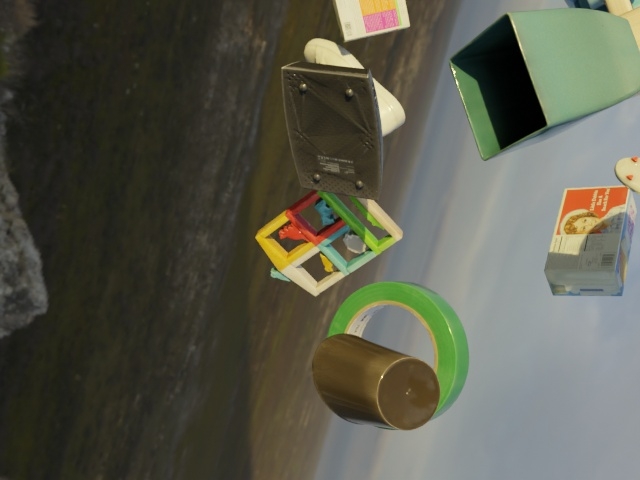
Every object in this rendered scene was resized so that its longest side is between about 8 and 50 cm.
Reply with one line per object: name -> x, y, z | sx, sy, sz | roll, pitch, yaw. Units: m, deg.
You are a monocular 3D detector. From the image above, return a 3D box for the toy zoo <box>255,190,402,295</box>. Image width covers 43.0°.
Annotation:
toy zoo -> 0.000, 0.000, 1.704 | 0.293, 0.192, 0.030 | -35, -160, 27

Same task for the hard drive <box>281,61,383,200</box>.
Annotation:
hard drive -> 0.028, -0.189, 1.402 | 0.255, 0.172, 0.054 | 81, 29, -42

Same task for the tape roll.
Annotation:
tape roll -> 0.165, 0.251, 1.791 | 0.077, 0.321, 0.321 | 4, 104, -58

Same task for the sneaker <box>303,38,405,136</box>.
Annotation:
sneaker -> 0.038, -0.312, 1.692 | 0.123, 0.290, 0.106 | -37, 152, -14

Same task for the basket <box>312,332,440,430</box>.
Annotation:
basket -> 0.111, 0.271, 1.508 | 0.154, 0.204, 0.227 | -46, -165, -18

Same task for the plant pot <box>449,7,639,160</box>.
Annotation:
plant pot -> 0.348, -0.241, 1.191 | 0.165, 0.234, 0.166 | -30, -103, 67

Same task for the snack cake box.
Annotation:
snack cake box -> 0.602, -0.002, 1.806 | 0.089, 0.152, 0.264 | 60, 42, -36

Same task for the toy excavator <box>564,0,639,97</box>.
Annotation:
toy excavator -> 0.534, -0.442, 1.463 | 0.433, 0.222, 0.445 | 6, 64, -63

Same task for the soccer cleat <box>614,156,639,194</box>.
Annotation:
soccer cleat -> 0.579, -0.082, 1.351 | 0.076, 0.196, 0.068 | 89, 21, -72

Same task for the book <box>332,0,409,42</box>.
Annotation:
book -> 0.102, -0.462, 1.639 | 0.035, 0.144, 0.096 | -175, -109, -74
